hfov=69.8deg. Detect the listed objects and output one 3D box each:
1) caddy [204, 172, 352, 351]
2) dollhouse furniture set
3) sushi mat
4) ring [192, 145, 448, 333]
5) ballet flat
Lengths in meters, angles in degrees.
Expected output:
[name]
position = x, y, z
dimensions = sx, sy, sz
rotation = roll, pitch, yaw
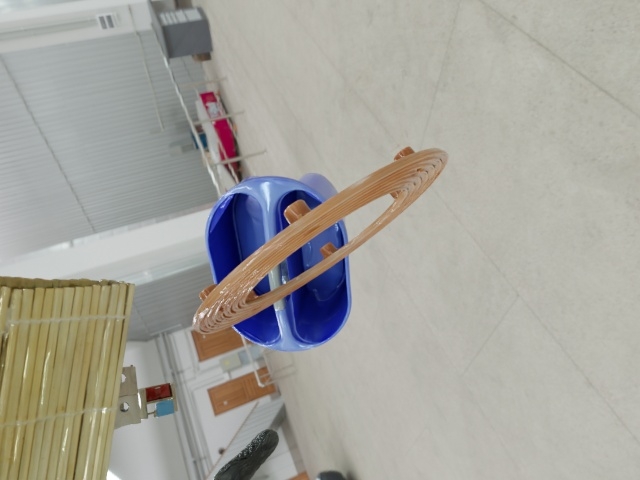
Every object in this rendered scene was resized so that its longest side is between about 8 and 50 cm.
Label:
[caddy]
position = -0.066, 0.039, 0.814
dimensions = 0.179, 0.241, 0.342
rotation = -80, -14, -63
[dollhouse furniture set]
position = -0.423, 0.359, 1.086
dimensions = 0.129, 0.183, 0.129
rotation = -26, 70, 47
[sushi mat]
position = -0.218, 0.178, 0.289
dimensions = 0.019, 0.151, 0.317
rotation = 8, 90, 56
[ring]
position = 0.000, 0.000, 0.528
dimensions = 0.032, 0.336, 0.336
rotation = 54, 160, 9
[ballet flat]
position = -0.156, 0.468, 0.966
dimensions = 0.057, 0.173, 0.049
rotation = 53, 154, 3
